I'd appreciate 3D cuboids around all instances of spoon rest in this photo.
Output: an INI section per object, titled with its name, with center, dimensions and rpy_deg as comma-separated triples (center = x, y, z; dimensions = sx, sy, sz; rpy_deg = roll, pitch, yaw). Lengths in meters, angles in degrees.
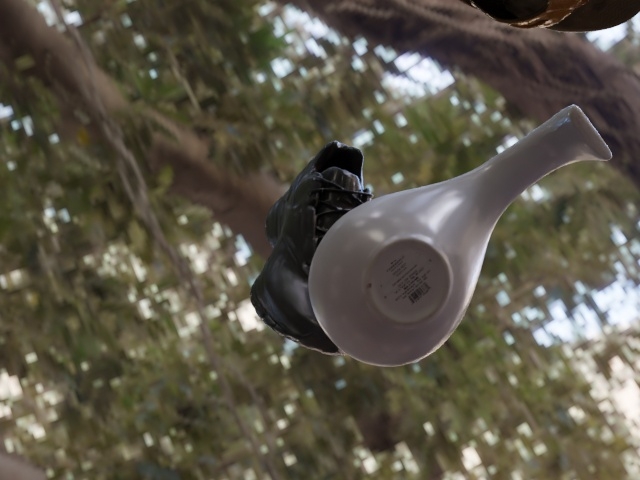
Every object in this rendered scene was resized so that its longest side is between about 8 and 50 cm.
[spoon rest]
center = 0.112, -0.007, 1.388
dimensions = 0.276, 0.084, 0.137
rpy_deg = -38, -81, -7

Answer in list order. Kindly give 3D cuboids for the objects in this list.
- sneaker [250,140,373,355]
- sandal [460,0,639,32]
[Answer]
[sneaker]
center = 0.000, 0.000, 1.678
dimensions = 0.109, 0.286, 0.130
rpy_deg = 18, -57, -17
[sandal]
center = 0.125, -0.165, 1.052
dimensions = 0.180, 0.049, 0.072
rpy_deg = 13, -52, -17
